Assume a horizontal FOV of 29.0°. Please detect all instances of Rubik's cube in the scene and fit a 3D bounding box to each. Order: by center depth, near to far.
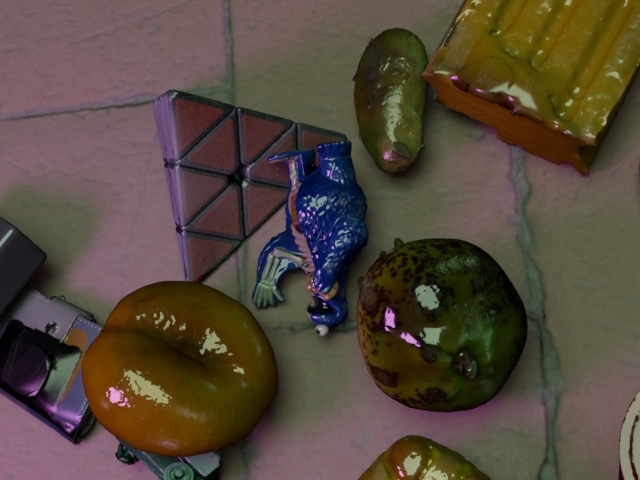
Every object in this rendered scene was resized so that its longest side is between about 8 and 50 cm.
[{"bbox_3d":[-0.144,-0.117,1.729,0.233,0.229,0.228,48,129,-11],"label":"Rubik's cube"}]

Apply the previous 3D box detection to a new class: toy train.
[{"bbox_3d":[-0.200,0.277,1.629,0.172,0.070,0.099,39,56,22],"label":"toy train"}]

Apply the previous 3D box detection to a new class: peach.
[{"bbox_3d":[-0.178,0.167,1.595,0.251,0.153,0.251,3,47,-4],"label":"peach"}]

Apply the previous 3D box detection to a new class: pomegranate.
[{"bbox_3d":[0.120,0.096,1.556,0.277,0.222,0.204,21,32,36],"label":"pomegranate"}]

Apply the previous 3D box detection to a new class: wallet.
[{"bbox_3d":[-0.386,0.160,1.722,0.231,0.069,0.170,27,83,22],"label":"wallet"}]

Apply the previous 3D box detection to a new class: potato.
[{"bbox_3d":[0.100,-0.196,1.722,0.117,0.090,0.225,-26,53,45],"label":"potato"}]

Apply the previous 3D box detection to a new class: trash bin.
[{"bbox_3d":[-0.517,0.068,1.744,0.177,0.101,0.236,24,72,48],"label":"trash bin"}]

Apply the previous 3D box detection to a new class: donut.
[{"bbox_3d":[0.108,0.378,1.492,0.208,0.128,0.261,40,83,22],"label":"donut"}]

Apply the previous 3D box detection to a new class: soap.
[{"bbox_3d":[0.312,-0.270,1.679,0.259,0.143,0.281,27,78,16],"label":"soap"}]

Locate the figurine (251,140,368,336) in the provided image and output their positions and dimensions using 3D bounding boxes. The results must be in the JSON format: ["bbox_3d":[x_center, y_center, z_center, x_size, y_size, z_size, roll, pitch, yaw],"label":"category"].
[{"bbox_3d":[0.006,-0.006,1.669,0.164,0.121,0.262,10,97,41],"label":"figurine"}]

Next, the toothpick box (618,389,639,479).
[{"bbox_3d":[0.427,0.261,1.350,0.204,0.333,0.204,-4,68,11],"label":"toothpick box"}]
